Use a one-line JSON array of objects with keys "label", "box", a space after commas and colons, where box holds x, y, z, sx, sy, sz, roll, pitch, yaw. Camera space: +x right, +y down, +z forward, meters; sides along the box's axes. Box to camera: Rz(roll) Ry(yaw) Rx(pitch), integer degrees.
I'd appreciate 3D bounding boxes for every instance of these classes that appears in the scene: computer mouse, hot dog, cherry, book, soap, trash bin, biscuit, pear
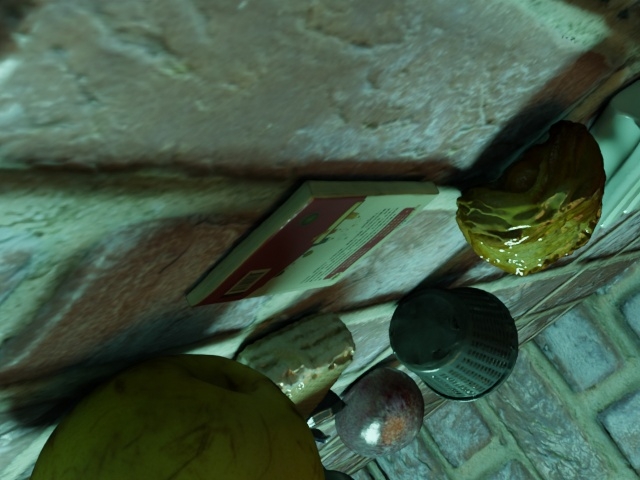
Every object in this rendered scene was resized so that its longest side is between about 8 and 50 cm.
[{"label": "computer mouse", "box": [-0.024, 0.268, 1.539, 0.099, 0.057, 0.172, -27, 173, -30]}, {"label": "hot dog", "box": [0.234, -0.048, 1.063, 0.175, 0.114, 0.259, -32, 162, 6]}, {"label": "cherry", "box": [0.114, 0.309, 1.763, 0.176, 0.140, 0.176, -22, 148, -14]}, {"label": "book", "box": [0.000, 0.000, 0.893, 0.162, 0.022, 0.232, -41, 163, 27]}, {"label": "soap", "box": [0.400, -0.114, 1.229, 0.159, 0.088, 0.265, -31, 163, -15]}, {"label": "trash bin", "box": [0.182, 0.138, 1.417, 0.175, 0.175, 0.161, -39, 150, 14]}, {"label": "biscuit", "box": [-0.085, 0.225, 1.255, 0.144, 0.078, 0.426, -23, 159, -31]}, {"label": "pear", "box": [-0.128, 0.238, 0.892, 0.280, 0.281, 0.281, -31, 163, -11]}]

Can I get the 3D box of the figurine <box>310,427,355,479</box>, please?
[{"label": "figurine", "box": [-0.024, 0.317, 1.247, 0.265, 0.193, 0.140, -46, 149, -73]}]
